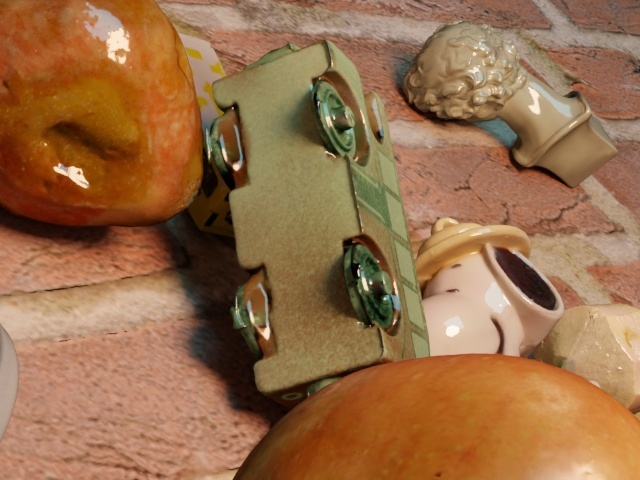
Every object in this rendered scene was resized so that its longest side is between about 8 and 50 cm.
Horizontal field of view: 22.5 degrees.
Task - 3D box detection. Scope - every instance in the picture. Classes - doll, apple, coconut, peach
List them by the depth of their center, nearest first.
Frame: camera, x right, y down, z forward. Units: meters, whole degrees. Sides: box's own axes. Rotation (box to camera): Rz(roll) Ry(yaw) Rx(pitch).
[{"bbox_3d":[0.074,0.249,0.946,0.338,0.338,0.305,36,48,-2],"label":"apple"},{"bbox_3d":[-0.190,-0.111,1.290,0.235,0.214,0.214,39,28,-10],"label":"peach"},{"bbox_3d":[0.183,0.113,1.463,0.271,0.144,0.208,33,49,0],"label":"doll"},{"bbox_3d":[0.268,0.118,1.550,0.122,0.116,0.116,-6,50,-52],"label":"coconut"}]

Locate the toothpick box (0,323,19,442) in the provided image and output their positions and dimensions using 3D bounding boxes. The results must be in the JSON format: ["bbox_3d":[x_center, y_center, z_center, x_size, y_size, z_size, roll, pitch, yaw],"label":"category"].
[{"bbox_3d":[-0.348,0.027,0.771,0.354,0.263,0.263,51,22,-25],"label":"toothpick box"}]

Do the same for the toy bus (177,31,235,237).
[{"bbox_3d":[-0.112,-0.097,1.489,0.081,0.074,0.226,12,38,-36],"label":"toy bus"}]

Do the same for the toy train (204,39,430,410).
[{"bbox_3d":[0.000,0.000,1.323,0.159,0.129,0.326,33,42,-58],"label":"toy train"}]

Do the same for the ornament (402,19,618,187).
[{"bbox_3d":[0.238,-0.163,1.913,0.285,0.130,0.120,25,26,-22],"label":"ornament"}]
